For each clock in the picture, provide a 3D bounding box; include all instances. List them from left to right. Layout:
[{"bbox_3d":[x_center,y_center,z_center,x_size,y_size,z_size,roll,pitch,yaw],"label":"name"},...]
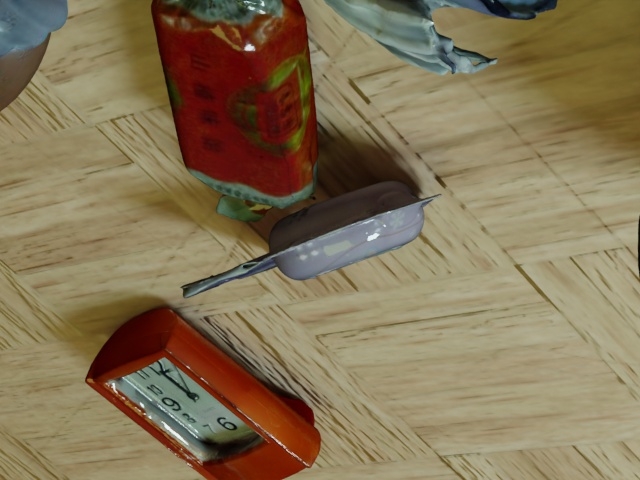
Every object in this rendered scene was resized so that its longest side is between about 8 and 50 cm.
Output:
[{"bbox_3d":[-0.085,0.115,1.417,0.155,0.061,0.113,40,143,-22],"label":"clock"}]

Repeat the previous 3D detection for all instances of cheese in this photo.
[{"bbox_3d":[0.000,0.000,1.174,0.191,0.105,0.042,-20,88,52],"label":"cheese"}]

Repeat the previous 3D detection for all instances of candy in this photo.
[{"bbox_3d":[-0.045,-0.090,1.084,0.086,0.059,0.292,13,146,15],"label":"candy"}]

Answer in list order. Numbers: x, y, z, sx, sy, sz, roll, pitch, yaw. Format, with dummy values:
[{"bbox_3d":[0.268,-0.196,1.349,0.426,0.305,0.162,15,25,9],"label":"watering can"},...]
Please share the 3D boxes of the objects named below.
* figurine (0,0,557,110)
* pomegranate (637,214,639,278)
[{"bbox_3d":[-0.088,-0.170,0.834,0.388,0.248,0.276,9,165,23],"label":"figurine"},{"bbox_3d":[0.267,0.013,0.914,0.248,0.202,0.202,26,156,37],"label":"pomegranate"}]
